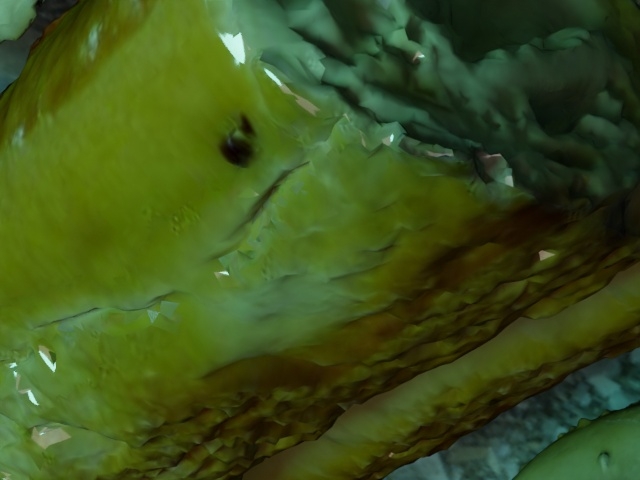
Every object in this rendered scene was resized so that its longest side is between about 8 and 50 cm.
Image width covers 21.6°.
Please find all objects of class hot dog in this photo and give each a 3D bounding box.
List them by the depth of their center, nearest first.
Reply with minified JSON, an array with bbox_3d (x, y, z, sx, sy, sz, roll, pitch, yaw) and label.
[{"bbox_3d":[0.000,0.000,0.698,0.365,0.367,0.196,-41,61,38],"label":"hot dog"}]

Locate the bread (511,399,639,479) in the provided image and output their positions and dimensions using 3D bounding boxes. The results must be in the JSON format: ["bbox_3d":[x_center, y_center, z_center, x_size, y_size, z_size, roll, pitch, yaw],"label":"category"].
[{"bbox_3d":[0.164,0.179,0.812,0.192,0.171,0.314,36,125,6],"label":"bread"}]

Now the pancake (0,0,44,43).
[{"bbox_3d":[-0.189,-0.188,0.704,0.356,0.065,0.356,-10,76,47],"label":"pancake"}]
